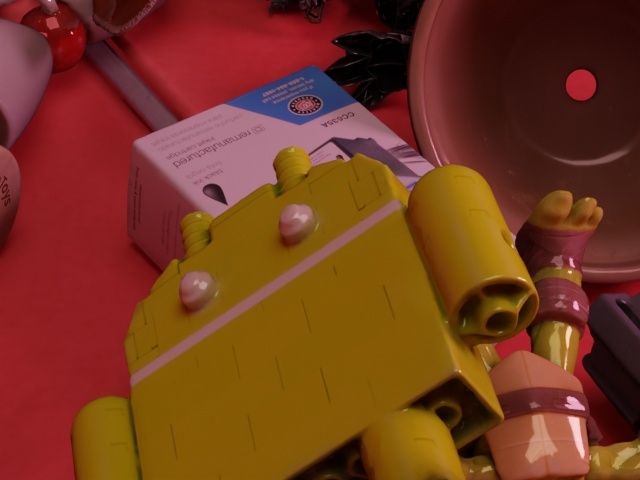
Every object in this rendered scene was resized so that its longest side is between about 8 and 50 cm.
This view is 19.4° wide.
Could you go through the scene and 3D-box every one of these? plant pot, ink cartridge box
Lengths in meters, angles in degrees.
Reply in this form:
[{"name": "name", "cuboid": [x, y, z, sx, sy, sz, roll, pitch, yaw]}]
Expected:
[{"name": "plant pot", "cuboid": [0.166, -0.095, 1.132, 0.237, 0.237, 0.110, 3, 2, -3]}, {"name": "ink cartridge box", "cuboid": [0.000, 0.000, 1.068, 0.139, 0.082, 0.190, -26, 51, -30]}]

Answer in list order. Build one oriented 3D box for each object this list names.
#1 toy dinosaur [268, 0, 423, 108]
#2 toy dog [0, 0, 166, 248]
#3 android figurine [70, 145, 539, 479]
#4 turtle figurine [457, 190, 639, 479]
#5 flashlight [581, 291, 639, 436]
[{"name": "toy dinosaur", "cuboid": [0.057, -0.215, 1.264, 0.322, 0.164, 0.218, -15, 27, 7]}, {"name": "toy dog", "cuboid": [-0.204, -0.137, 1.123, 0.220, 0.161, 0.334, 10, 45, 4]}, {"name": "android figurine", "cuboid": [-0.013, 0.057, 0.887, 0.248, 0.056, 0.273, -33, 39, 15]}, {"name": "turtle figurine", "cuboid": [0.115, 0.082, 0.927, 0.269, 0.087, 0.217, -7, 57, 1]}, {"name": "flashlight", "cuboid": [0.253, 0.141, 0.945, 0.103, 0.103, 0.304, -18, 44, -18]}]
